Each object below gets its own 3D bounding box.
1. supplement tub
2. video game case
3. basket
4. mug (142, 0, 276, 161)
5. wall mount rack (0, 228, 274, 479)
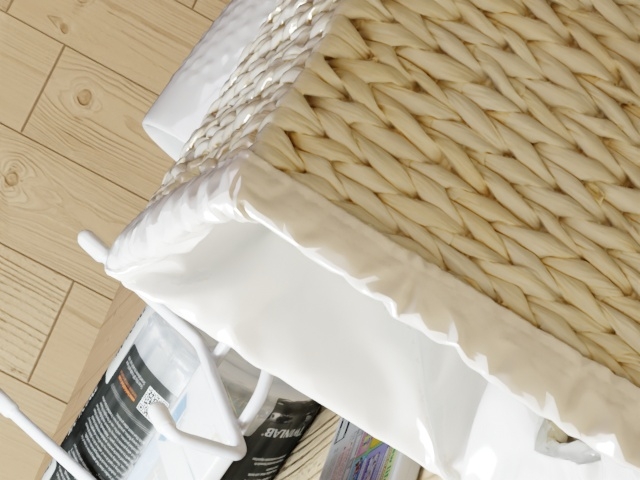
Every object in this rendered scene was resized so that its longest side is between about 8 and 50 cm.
[{"bbox_3d":[-0.158,0.227,1.850,0.338,0.207,0.207,-57,13,20],"label":"supplement tub"},{"bbox_3d":[0.045,0.187,1.538,0.193,0.023,0.212,-44,21,55],"label":"video game case"},{"bbox_3d":[0.089,-0.021,1.132,0.266,0.331,0.328,-59,11,-16],"label":"basket"},{"bbox_3d":[0.040,-0.162,1.782,0.328,0.276,0.374,-54,23,-6],"label":"mug"},{"bbox_3d":[-0.191,0.171,1.680,0.350,0.130,0.304,-56,33,20],"label":"wall mount rack"}]
